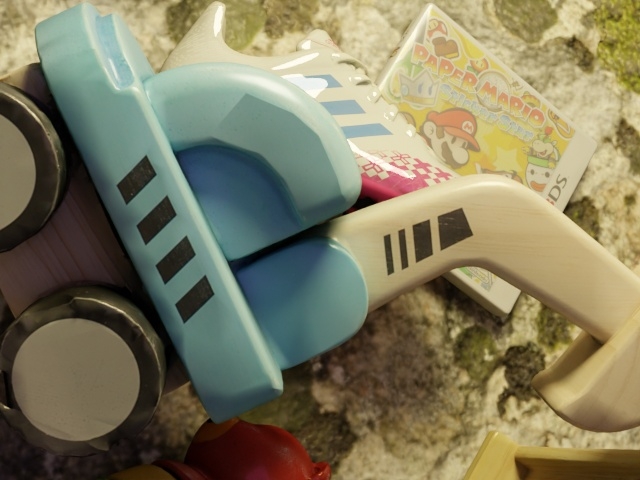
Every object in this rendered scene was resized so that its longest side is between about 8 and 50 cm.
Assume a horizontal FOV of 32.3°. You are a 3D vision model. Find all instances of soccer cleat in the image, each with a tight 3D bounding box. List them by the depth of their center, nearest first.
[{"bbox_3d":[0.027,-0.092,0.918,0.331,0.116,0.143,23,79,-6],"label":"soccer cleat"}]

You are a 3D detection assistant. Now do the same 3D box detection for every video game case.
[{"bbox_3d":[0.135,-0.075,1.040,0.227,0.026,0.206,36,72,-16],"label":"video game case"}]

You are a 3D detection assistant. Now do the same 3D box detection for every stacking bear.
[{"bbox_3d":[-0.126,0.232,0.830,0.289,0.175,0.164,-28,94,-31],"label":"stacking bear"}]

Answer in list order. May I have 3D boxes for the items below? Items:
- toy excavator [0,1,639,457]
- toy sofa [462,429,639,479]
[{"bbox_3d":[0.000,0.000,0.780,0.445,0.222,0.433,-25,100,2],"label":"toy excavator"},{"bbox_3d":[0.245,0.255,0.871,0.177,0.362,0.150,34,72,-10],"label":"toy sofa"}]
